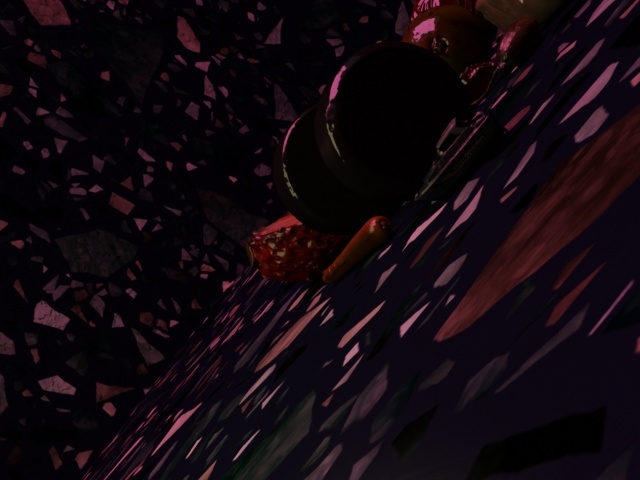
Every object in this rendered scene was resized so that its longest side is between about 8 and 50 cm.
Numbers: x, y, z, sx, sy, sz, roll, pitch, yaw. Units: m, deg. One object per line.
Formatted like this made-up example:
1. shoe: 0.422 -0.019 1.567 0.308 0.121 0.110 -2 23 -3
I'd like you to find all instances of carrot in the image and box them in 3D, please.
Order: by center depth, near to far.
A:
1. carrot: 0.049 0.019 1.605 0.037 0.037 0.190 -53 3 -36

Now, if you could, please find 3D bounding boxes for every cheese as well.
1. cheese: 0.372 -0.460 1.846 0.318 0.115 0.326 -42 8 50

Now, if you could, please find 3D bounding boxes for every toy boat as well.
1. toy boat: 0.161 -0.099 1.379 0.141 0.060 0.055 -51 6 19

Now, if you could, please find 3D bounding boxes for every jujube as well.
1. jujube: 0.269 -0.445 2.392 0.168 0.168 0.236 -42 26 54

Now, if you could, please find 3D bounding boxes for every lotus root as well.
1. lotus root: 0.288 -0.287 1.686 0.099 0.049 0.054 -57 9 -14

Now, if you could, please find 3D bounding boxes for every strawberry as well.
1. strawberry: 0.000 0.000 1.836 0.237 0.111 0.190 -22 5 22

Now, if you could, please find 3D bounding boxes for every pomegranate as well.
1. pomegranate: 0.219 -0.333 1.985 0.159 0.159 0.205 -48 2 21

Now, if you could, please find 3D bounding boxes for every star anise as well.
1. star anise: 0.180 -0.240 1.781 0.140 0.144 0.158 -43 1 -28

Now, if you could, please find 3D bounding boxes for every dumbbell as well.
1. dumbbell: 0.064 -0.130 1.595 0.203 0.204 0.322 -51 5 -18

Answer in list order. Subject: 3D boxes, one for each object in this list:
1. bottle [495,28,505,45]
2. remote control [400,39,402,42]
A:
1. bottle: 0.322 -0.358 1.995 0.030 0.030 0.083 -47 7 25
2. remote control: 0.167 -0.284 2.059 0.050 0.145 0.344 -5 32 40
